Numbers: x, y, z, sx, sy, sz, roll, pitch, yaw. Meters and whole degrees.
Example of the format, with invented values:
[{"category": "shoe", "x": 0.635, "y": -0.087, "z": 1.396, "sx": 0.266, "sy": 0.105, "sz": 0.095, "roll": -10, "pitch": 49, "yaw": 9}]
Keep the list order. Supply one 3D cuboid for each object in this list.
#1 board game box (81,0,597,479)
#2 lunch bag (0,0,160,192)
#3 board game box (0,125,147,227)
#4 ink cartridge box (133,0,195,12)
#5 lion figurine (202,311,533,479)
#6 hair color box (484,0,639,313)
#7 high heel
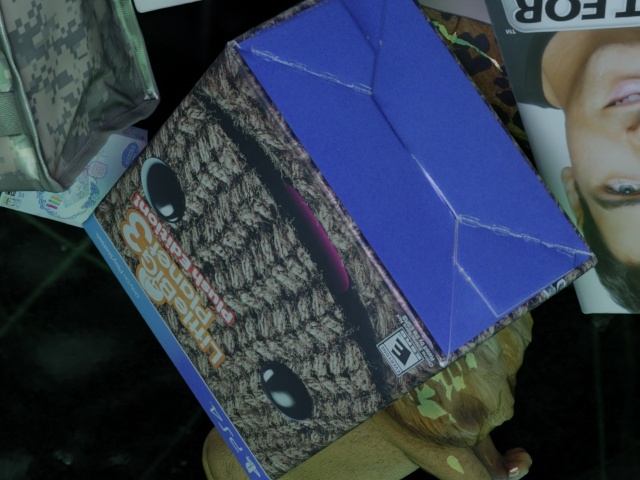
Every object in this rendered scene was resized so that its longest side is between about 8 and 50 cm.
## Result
[{"category": "board game box", "x": 0.000, "y": 0.000, "z": 1.211, "sx": 0.232, "sy": 0.141, "sz": 0.291, "roll": 56, "pitch": 148, "yaw": 5}, {"category": "lunch bag", "x": -0.259, "y": -0.181, "z": 1.155, "sx": 0.235, "sy": 0.169, "sz": 0.287, "roll": 0, "pitch": 118, "yaw": 26}, {"category": "board game box", "x": -0.184, "y": -0.054, "z": 1.369, "sx": 0.090, "sy": 0.020, "sz": 0.090, "roll": 16, "pitch": 123, "yaw": -15}, {"category": "ink cartridge box", "x": -0.015, "y": -0.230, "z": 1.185, "sx": 0.231, "sy": 0.134, "sz": 0.078, "roll": -12, "pitch": 125, "yaw": 3}, {"category": "lion figurine", "x": 0.021, "y": 0.156, "z": 1.466, "sx": 0.392, "sy": 0.142, "sz": 0.240, "roll": -32, "pitch": 115, "yaw": 22}, {"category": "hair color box", "x": 0.222, "y": -0.125, "z": 1.161, "sx": 0.185, "sy": 0.114, "sz": 0.374, "roll": 0, "pitch": 130, "yaw": 29}, {"category": "high heel", "x": 0.084, "y": -0.138, "z": 1.312, "sx": 0.186, "sy": 0.093, "sz": 0.261, "roll": -1, "pitch": 142, "yaw": 24}]
